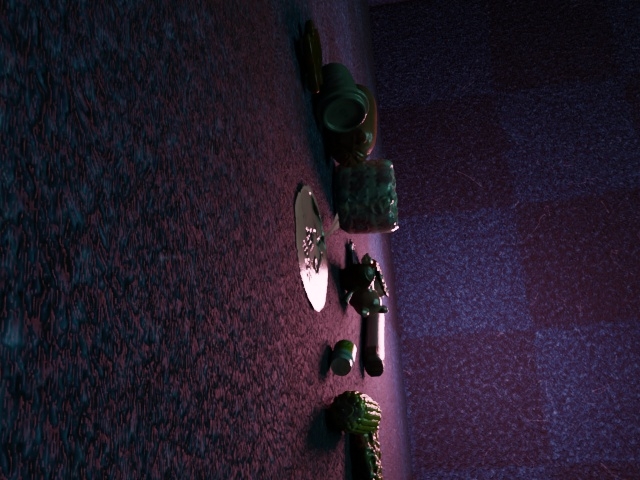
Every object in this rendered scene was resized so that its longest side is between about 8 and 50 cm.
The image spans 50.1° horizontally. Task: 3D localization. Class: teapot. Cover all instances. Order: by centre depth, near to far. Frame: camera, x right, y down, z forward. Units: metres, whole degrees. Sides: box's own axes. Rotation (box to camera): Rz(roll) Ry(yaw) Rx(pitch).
[{"bbox_3d":[0.086,0.110,1.608,0.085,0.080,0.110,47,41,-24],"label":"teapot"}]

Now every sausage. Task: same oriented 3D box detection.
[{"bbox_3d":[0.079,-0.287,1.690,0.304,0.121,0.121,-84,164,-57],"label":"sausage"}]

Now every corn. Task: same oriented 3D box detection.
[{"bbox_3d":[0.070,0.336,1.332,0.248,0.081,0.081,58,28,-70],"label":"corn"}]

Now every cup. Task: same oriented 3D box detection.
[{"bbox_3d":[0.042,-0.325,1.534,0.120,0.120,0.141,72,6,-51],"label":"cup"}]

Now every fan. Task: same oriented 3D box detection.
[{"bbox_3d":[-0.001,0.000,1.334,0.415,0.012,0.232,-40,124,-76],"label":"fan"}]

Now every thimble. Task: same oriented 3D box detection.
[{"bbox_3d":[0.115,-0.106,1.712,0.211,0.150,0.185,-63,148,-73],"label":"thimble"}]

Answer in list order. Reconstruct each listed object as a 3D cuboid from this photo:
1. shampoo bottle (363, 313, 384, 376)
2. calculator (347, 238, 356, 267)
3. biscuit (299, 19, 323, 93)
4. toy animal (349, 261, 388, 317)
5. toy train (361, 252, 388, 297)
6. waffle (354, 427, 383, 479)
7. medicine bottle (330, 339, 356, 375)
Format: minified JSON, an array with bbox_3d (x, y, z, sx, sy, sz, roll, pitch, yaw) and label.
[{"bbox_3d":[0.154,0.283,1.955,0.227,0.056,0.086,-81,161,-58],"label":"shampoo bottle"},{"bbox_3d":[0.084,0.056,1.804,0.141,0.019,0.094,-88,168,-47],"label":"calculator"},{"bbox_3d":[-0.018,-0.390,1.440,0.205,0.031,0.138,-81,163,-58],"label":"biscuit"},{"bbox_3d":[0.106,0.127,1.700,0.150,0.084,0.089,67,-12,-3],"label":"toy animal"},{"bbox_3d":[0.156,0.108,2.073,0.176,0.074,0.118,61,14,-56],"label":"toy train"},{"bbox_3d":[0.109,0.477,1.556,0.223,0.054,0.203,64,21,-69],"label":"waffle"},{"bbox_3d":[0.045,0.231,1.350,0.083,0.047,0.047,-64,147,-74],"label":"medicine bottle"}]
